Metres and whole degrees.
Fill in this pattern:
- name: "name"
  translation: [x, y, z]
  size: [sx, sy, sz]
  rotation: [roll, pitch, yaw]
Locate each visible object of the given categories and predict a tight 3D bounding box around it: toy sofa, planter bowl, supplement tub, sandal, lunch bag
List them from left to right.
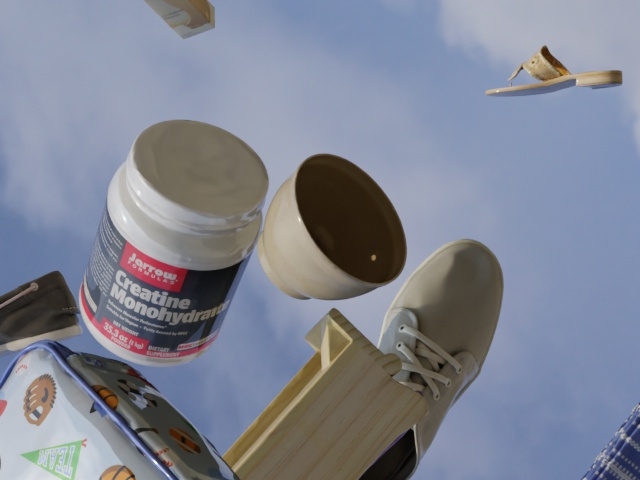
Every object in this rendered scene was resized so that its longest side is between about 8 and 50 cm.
- name: "lunch bag"
  translation: [-0.176, 0.239, 0.913]
  size: [0.303, 0.243, 0.115]
  rotation: [40, -173, 40]
- name: "supplement tub"
  translation: [-0.182, 0.007, 1.504]
  size: [0.191, 0.272, 0.191]
  rotation: [14, -139, -12]
- name: "toy sofa"
  translation: [-0.047, 0.273, 1.492]
  size: [0.177, 0.150, 0.362]
  rotation: [42, -111, 2]
- name: "planter bowl"
  translation: [0.000, 0.000, 1.337]
  size: [0.162, 0.109, 0.162]
  rotation: [27, -135, -31]
- name: "sandal"
  translation: [0.395, -0.293, 2.066]
  size: [0.088, 0.240, 0.079]
  rotation: [-2, -89, -56]

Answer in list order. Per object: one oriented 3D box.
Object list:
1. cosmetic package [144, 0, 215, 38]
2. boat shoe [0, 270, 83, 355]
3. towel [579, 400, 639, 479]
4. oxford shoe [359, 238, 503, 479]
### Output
- name: "cosmetic package"
  translation: [-0.206, -0.345, 1.768]
  size: [0.115, 0.060, 0.041]
  rotation: [40, -140, -54]
- name: "boat shoe"
  translation: [-0.490, 0.127, 1.657]
  size: [0.112, 0.335, 0.095]
  rotation: [68, -174, -84]
- name: "towel"
  translation: [0.447, 0.270, 1.456]
  size: [0.243, 0.336, 0.040]
  rotation: [37, 180, -20]
- name: "oxford shoe"
  translation: [0.140, 0.196, 1.765]
  size: [0.169, 0.130, 0.449]
  rotation: [33, -102, -1]
